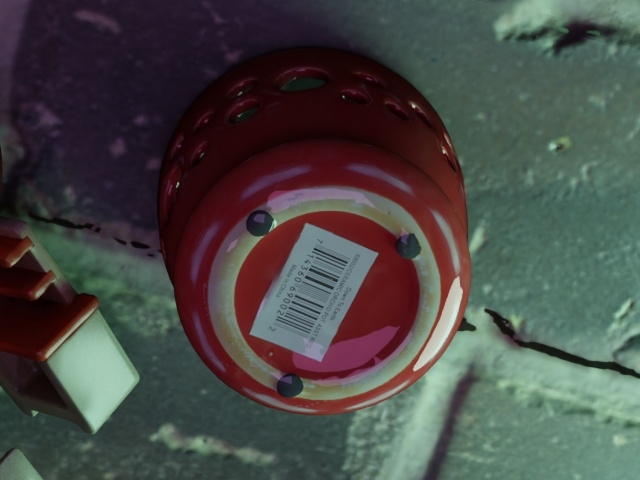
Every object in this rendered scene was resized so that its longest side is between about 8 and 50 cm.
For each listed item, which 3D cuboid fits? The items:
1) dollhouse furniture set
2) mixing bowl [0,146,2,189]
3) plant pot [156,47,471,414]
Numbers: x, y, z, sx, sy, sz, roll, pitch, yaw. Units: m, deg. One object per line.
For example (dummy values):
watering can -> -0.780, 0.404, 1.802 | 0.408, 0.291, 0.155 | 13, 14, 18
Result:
dollhouse furniture set -> -0.242, 0.120, 1.153 | 0.259, 0.262, 0.135 | -50, 125, -26
mixing bowl -> -0.253, -0.045, 1.137 | 0.181, 0.098, 0.181 | 7, 103, 34
plant pot -> 0.000, 0.000, 1.155 | 0.191, 0.174, 0.191 | -2, 114, -5
